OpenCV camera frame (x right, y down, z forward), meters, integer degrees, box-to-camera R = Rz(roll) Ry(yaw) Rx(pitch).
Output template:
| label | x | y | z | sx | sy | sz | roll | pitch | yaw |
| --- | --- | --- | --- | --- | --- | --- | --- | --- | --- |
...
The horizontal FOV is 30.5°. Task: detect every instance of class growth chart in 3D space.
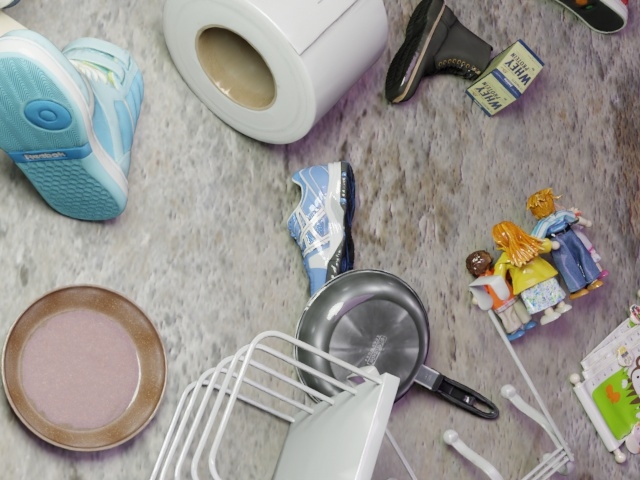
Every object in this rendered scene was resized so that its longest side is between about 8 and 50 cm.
| label | x | y | z | sx | sy | sz | roll | pitch | yaw |
| --- | --- | --- | --- | --- | --- | --- | --- | --- | --- |
| growth chart | 0.471 | 0.206 | 1.766 | 0.237 | 0.021 | 0.172 | -41 | 96 | -30 |

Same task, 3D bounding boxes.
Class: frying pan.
| label | x | y | z | sx | sy | sz | roll | pitch | yaw |
| --- | --- | --- | --- | --- | --- | --- | --- | --- | --- |
| frying pan | 0.097 | 0.184 | 1.548 | 0.197 | 0.053 | 0.326 | -41 | 110 | -13 |

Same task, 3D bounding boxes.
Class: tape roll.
| label | x | y | z | sx | sy | sz | roll | pitch | yaw |
| --- | --- | --- | --- | --- | --- | --- | --- | --- | --- |
| tape roll | -0.059 | -0.269 | 1.510 | 0.246 | 0.246 | 0.169 | 47 | 60 | -7 |

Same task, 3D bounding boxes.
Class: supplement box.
| label | x | y | z | sx | sy | sz | roll | pitch | yaw |
| --- | --- | --- | --- | --- | --- | --- | --- | --- | --- |
| supplement box | 0.277 | -0.244 | 1.770 | 0.056 | 0.083 | 0.083 | 44 | 61 | -8 |

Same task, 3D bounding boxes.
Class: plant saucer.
| label | x | y | z | sx | sy | sz | roll | pitch | yaw |
| --- | --- | --- | --- | --- | --- | --- | --- | --- | --- |
| plant saucer | -0.279 | 0.151 | 1.383 | 0.198 | 0.036 | 0.198 | 9 | 71 | -26 |

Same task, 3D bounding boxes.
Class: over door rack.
| label | x | y | z | sx | sy | sz | roll | pitch | yaw |
| --- | --- | --- | --- | --- | --- | --- | --- | --- | --- |
| over door rack | 0.181 | 0.231 | 1.525 | 0.239 | 0.108 | 0.324 | -34 | 112 | -24 |

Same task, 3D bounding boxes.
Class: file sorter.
| label | x | y | z | sx | sy | sz | roll | pitch | yaw |
| --- | --- | --- | --- | --- | --- | --- | --- | --- | --- |
| file sorter | -0.067 | 0.236 | 1.331 | 0.173 | 0.278 | 0.193 | 26 | 64 | -13 |

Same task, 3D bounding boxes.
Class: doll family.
| label | x | y | z | sx | sy | sz | roll | pitch | yaw |
| --- | --- | --- | --- | --- | --- | --- | --- | --- | --- |
| doll family | 0.327 | 0.016 | 1.692 | 0.263 | 0.118 | 0.163 | -30 | 89 | -31 |

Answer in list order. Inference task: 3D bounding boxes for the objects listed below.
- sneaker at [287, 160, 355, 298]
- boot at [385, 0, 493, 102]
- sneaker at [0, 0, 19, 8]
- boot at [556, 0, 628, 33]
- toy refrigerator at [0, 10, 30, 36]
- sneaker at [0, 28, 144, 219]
| label | x | y | z | sx | sy | sz | roll | pitch | yaw |
| --- | --- | --- | --- | --- | --- | --- | --- | --- | --- |
| sneaker | 0.000 | 0.000 | 1.565 | 0.081 | 0.080 | 0.211 | 1 | 81 | 14 |
| boot | 0.183 | -0.257 | 1.735 | 0.137 | 0.077 | 0.198 | 34 | 63 | -20 |
| sneaker | -0.333 | -0.400 | 1.444 | 0.148 | 0.131 | 0.350 | 32 | 44 | -38 |
| boot | 0.419 | -0.468 | 1.894 | 0.244 | 0.088 | 0.176 | 31 | 59 | -40 |
| toy refrigerator | -0.469 | -0.258 | 1.383 | 0.269 | 0.094 | 0.102 | 33 | 69 | -14 |
| sneaker | -0.295 | -0.184 | 1.356 | 0.127 | 0.319 | 0.208 | 2 | 61 | 7 |
